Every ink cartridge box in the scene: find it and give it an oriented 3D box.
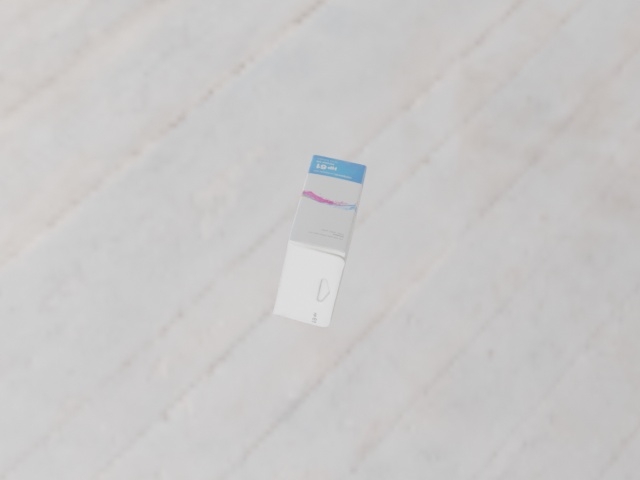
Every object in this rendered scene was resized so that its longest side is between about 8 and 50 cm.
[{"bbox_3d":[0.000,0.000,1.636,0.052,0.088,0.122,12,40,0],"label":"ink cartridge box"}]
